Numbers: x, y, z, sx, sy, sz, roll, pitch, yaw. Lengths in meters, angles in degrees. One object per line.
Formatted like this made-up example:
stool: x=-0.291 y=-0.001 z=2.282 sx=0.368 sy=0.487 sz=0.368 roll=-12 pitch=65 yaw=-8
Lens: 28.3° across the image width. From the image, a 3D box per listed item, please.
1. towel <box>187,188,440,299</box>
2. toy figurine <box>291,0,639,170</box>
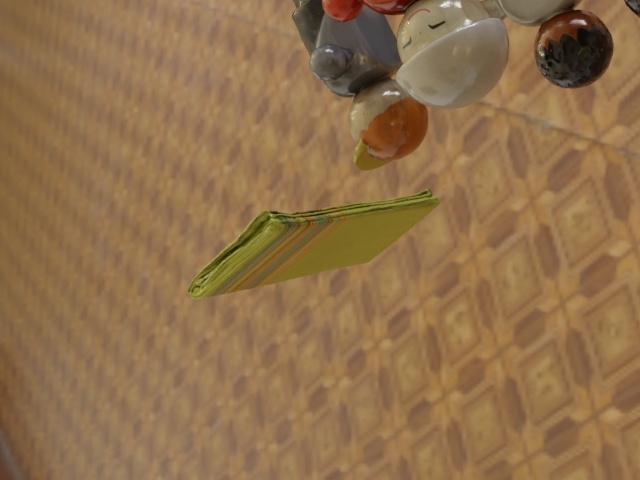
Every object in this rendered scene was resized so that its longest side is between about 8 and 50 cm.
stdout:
towel: x=0.000 y=0.000 z=1.010 sx=0.102 sy=0.237 sz=0.021 roll=-39 pitch=74 yaw=32
toy figurine: x=0.095 y=-0.141 z=0.711 sx=0.148 sy=0.213 sz=0.209 roll=64 pitch=164 yaw=8
